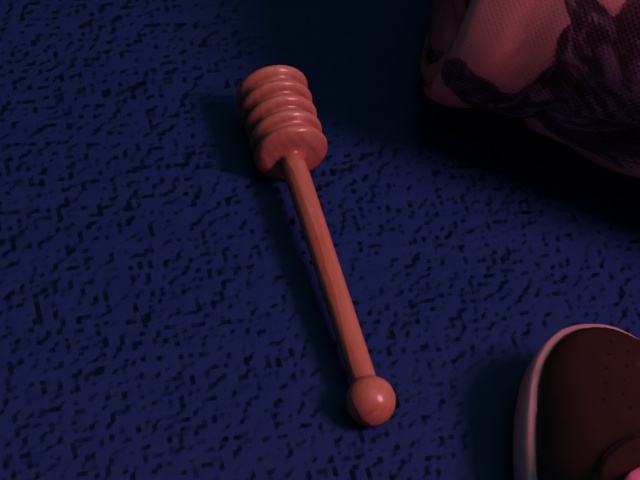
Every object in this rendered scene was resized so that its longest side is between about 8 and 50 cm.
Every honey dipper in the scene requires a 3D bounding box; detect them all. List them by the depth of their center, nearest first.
[{"bbox_3d":[0.000,0.000,0.658,0.030,0.030,0.160,-4,51,-19],"label":"honey dipper"}]

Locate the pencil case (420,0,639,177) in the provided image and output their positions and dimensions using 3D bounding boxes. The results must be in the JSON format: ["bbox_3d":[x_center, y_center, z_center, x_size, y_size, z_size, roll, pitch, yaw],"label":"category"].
[{"bbox_3d":[0.240,-0.074,0.702,0.410,0.160,0.183,21,47,3],"label":"pencil case"}]

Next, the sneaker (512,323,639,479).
[{"bbox_3d":[0.148,0.110,0.518,0.104,0.147,0.296,-5,49,-18],"label":"sneaker"}]
